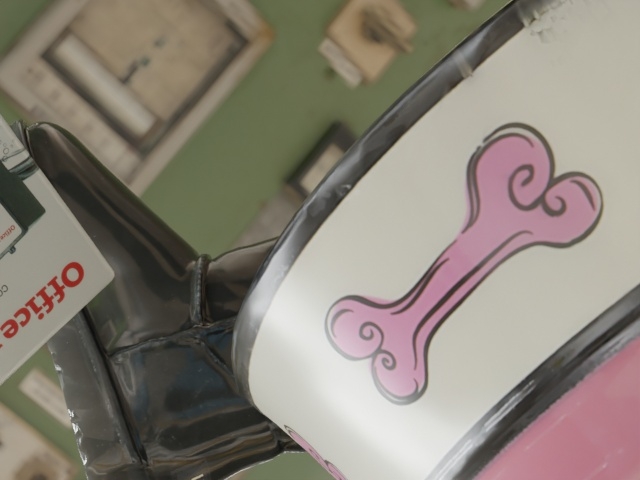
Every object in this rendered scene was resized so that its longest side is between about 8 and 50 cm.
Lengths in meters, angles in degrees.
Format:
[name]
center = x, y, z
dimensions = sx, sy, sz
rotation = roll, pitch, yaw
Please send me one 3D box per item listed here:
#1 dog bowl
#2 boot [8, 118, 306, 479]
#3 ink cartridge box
[dog bowl]
center = 0.173, 0.013, 0.640
dimensions = 0.150, 0.408, 0.408
rotation = 57, 174, 20
[boot]
center = 0.001, 0.002, 1.159
dimensions = 0.146, 0.445, 0.367
rotation = 87, 162, -56
[ink cartridge box]
center = -0.228, -0.013, 0.763
dimensions = 0.087, 0.153, 0.208
rotation = 4, 134, 53
